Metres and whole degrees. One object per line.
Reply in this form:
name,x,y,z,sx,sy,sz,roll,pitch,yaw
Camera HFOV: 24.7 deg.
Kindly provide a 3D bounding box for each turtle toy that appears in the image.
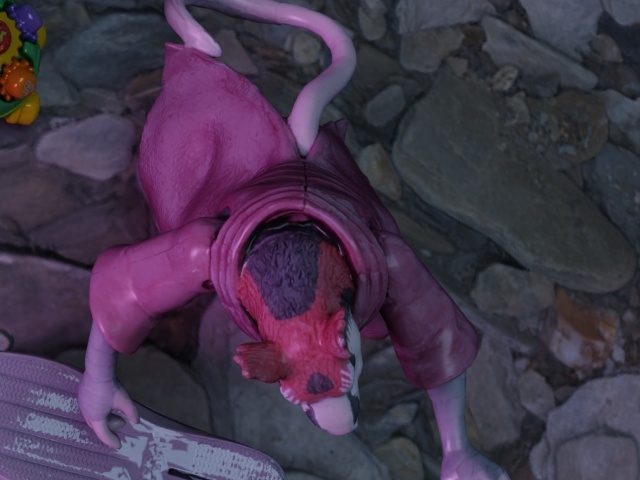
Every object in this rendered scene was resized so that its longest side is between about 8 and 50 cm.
turtle toy,-0.216,-0.136,0.935,0.095,0.066,0.130,9,74,-26

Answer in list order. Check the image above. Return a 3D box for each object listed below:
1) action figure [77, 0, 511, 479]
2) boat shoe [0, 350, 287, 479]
action figure,0.000,0.000,0.842,0.248,0.370,0.275,9,98,-6
boat shoe,-0.132,0.137,0.914,0.226,0.076,0.083,24,73,-3
